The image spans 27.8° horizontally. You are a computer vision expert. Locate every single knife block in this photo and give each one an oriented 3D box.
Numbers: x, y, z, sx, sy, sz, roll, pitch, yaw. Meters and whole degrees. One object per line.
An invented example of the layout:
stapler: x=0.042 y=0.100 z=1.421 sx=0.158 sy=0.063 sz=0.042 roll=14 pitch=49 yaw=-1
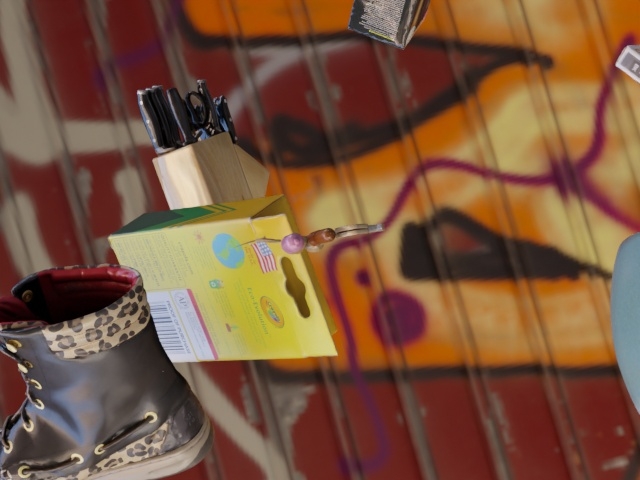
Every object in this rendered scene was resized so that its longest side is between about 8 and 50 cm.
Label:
knife block: x=-0.194 y=-0.101 z=1.961 sx=0.242 sy=0.088 sz=0.275 roll=36 pitch=-129 yaw=-38

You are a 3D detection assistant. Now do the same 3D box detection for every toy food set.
toy food set: x=0.000 y=0.000 z=1.326 sx=0.078 sy=0.122 sz=0.019 roll=4 pitch=-102 yaw=-69

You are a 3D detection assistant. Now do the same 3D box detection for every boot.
boot: x=-0.341 y=0.186 z=1.566 sx=0.138 sy=0.378 sz=0.284 roll=-96 pitch=-6 yaw=-54

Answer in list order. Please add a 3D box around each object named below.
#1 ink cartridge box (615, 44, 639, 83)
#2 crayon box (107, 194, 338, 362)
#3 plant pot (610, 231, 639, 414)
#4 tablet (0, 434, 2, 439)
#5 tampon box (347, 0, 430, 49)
ink cartridge box: x=0.598 y=-0.237 z=2.023 sx=0.206 sy=0.045 sz=0.208 roll=-9 pitch=-136 yaw=-44
crayon box: x=-0.111 y=0.055 z=1.682 sx=0.081 sy=0.319 sz=0.202 roll=-38 pitch=-65 yaw=-45
plant pot: x=0.476 y=0.137 z=1.555 sx=0.290 sy=0.290 sz=0.195 roll=58 pitch=-131 yaw=-60
tablet: x=-0.375 y=0.193 z=1.357 sx=0.083 sy=0.006 sz=0.054 roll=42 pitch=-159 yaw=-9
tampon box: x=0.124 y=-0.409 z=2.050 sx=0.120 sy=0.102 sz=0.161 roll=-56 pitch=-14 yaw=-49
